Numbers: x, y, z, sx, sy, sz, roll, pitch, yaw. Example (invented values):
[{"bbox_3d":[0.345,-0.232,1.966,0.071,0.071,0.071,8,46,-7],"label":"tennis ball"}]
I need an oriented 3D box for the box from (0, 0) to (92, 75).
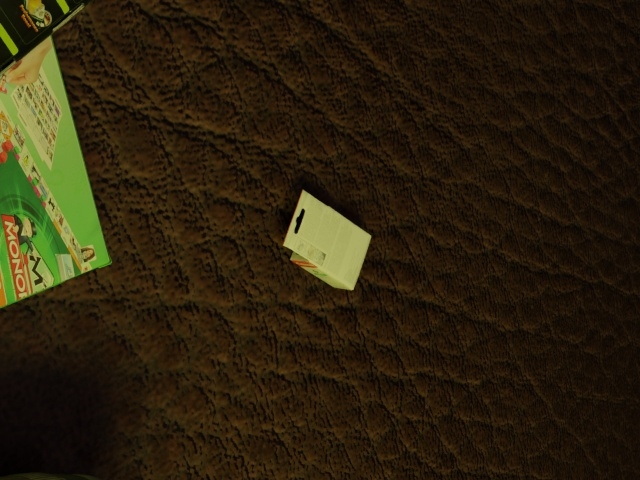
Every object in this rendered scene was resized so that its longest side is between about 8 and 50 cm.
[{"bbox_3d":[-0.241,-0.195,0.551,0.184,0.045,0.190,-54,128,-32],"label":"box"}]

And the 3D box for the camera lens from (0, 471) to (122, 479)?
[{"bbox_3d":[-0.232,0.257,0.536,0.274,0.219,0.219,7,88,-47],"label":"camera lens"}]

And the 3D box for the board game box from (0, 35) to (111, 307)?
[{"bbox_3d":[-0.273,-0.098,0.590,0.214,0.046,0.317,-26,112,-44],"label":"board game box"}]

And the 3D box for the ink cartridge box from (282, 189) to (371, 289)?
[{"bbox_3d":[0.000,0.000,0.904,0.115,0.029,0.062,33,70,-42],"label":"ink cartridge box"}]
